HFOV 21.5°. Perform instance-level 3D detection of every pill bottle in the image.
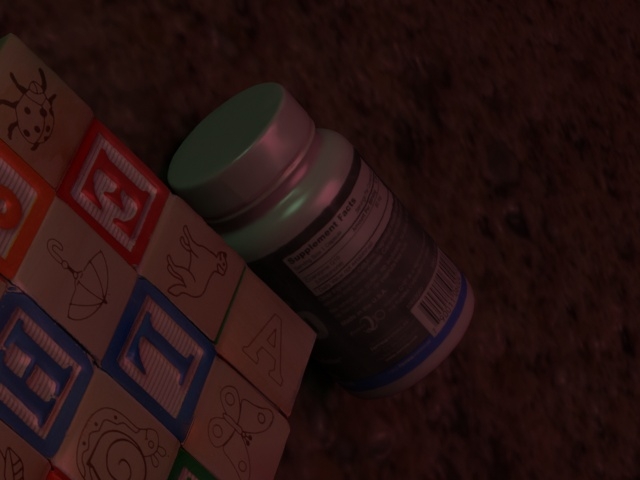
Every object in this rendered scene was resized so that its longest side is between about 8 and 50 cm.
[{"bbox_3d":[0.000,0.000,0.749,0.137,0.078,0.078,48,41,-24],"label":"pill bottle"}]

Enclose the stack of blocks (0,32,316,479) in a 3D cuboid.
[{"bbox_3d":[-0.120,0.098,0.540,0.171,0.087,0.297,47,41,-26],"label":"stack of blocks"}]
